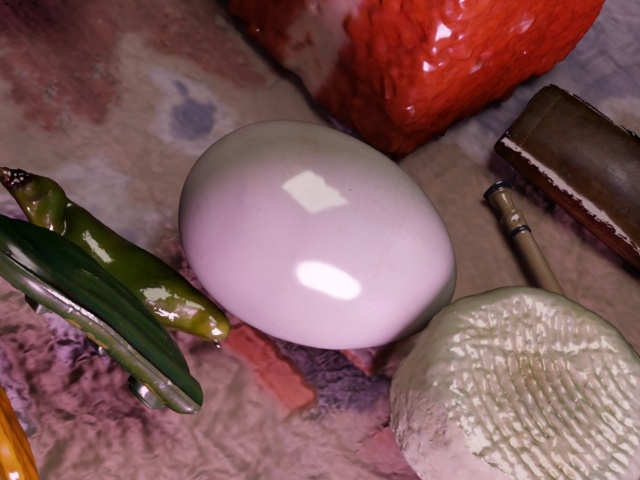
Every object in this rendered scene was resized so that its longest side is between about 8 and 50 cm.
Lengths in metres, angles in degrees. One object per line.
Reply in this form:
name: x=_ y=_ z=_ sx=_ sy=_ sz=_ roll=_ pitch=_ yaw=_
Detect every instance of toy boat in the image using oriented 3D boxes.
toy boat: x=-0.148 y=0.044 z=1.266 sx=0.104 sy=0.052 sz=0.210 roll=45 pitch=0 yaw=45

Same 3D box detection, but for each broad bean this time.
broad bean: x=-0.148 y=0.012 z=1.368 sx=0.195 sy=0.061 sz=0.046 roll=38 pitch=89 yaw=-7

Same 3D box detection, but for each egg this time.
egg: x=0.000 y=0.000 z=1.381 sx=0.209 sy=0.151 sz=0.151 roll=27 pitch=46 yaw=-18

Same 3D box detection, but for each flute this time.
flute: x=0.184 y=0.051 z=1.511 sx=0.027 sy=0.027 sz=0.233 roll=-7 pitch=57 yaw=-30

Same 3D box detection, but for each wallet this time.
wallet: x=0.266 y=-0.028 z=1.609 sx=0.255 sy=0.031 sz=0.137 roll=39 pitch=41 yaw=4

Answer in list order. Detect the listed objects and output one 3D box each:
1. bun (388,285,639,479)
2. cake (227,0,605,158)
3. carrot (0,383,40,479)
bun: x=0.141 y=0.132 z=1.363 sx=0.195 sy=0.118 sz=0.195 roll=10 pitch=50 yaw=-12
cake: x=0.069 y=-0.284 z=1.565 sx=0.319 sy=0.270 sz=0.269 roll=46 pitch=49 yaw=16
carrot: x=-0.293 y=0.052 z=1.139 sx=0.341 sy=0.241 sz=0.241 roll=16 pitch=48 yaw=-10
